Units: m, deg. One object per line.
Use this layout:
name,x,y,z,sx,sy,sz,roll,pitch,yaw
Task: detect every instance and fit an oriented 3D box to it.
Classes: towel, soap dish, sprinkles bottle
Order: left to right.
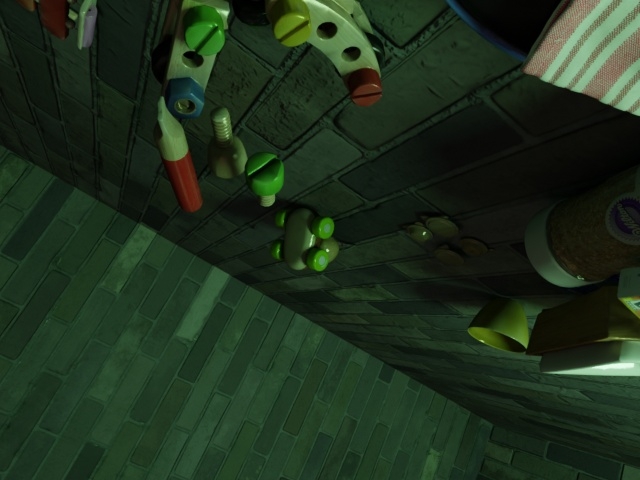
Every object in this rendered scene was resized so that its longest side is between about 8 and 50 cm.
soap dish,0.497,0.152,0.745,0.229,0.118,0.291,1,162,3
sprinkles bottle,0.381,-0.036,0.503,0.121,0.121,0.355,28,161,-4
towel,0.261,-0.130,0.319,0.197,0.029,0.144,24,162,5

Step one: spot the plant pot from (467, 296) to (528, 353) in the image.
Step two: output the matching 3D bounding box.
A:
plant pot,0.424,0.189,1.075,0.134,0.095,0.134,24,162,8

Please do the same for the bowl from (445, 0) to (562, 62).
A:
bowl,0.216,-0.241,0.250,0.392,0.077,0.391,23,160,9

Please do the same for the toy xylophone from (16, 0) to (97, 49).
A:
toy xylophone,-0.445,-0.406,0.646,0.323,0.081,0.236,35,160,-14

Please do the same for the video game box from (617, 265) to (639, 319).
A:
video game box,0.446,0.085,0.454,0.205,0.048,0.187,38,148,-15

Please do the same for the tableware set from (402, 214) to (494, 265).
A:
tableware set,0.251,0.000,0.923,0.169,0.020,0.141,34,158,-17

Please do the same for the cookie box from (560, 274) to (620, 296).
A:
cookie box,0.464,0.063,0.777,0.092,0.040,0.107,25,160,0

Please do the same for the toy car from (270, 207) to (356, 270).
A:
toy car,0.000,0.000,1.145,0.155,0.148,0.189,14,-174,42

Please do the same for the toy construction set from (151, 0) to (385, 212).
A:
toy construction set,-0.060,-0.202,0.406,0.258,0.308,0.237,17,156,3
